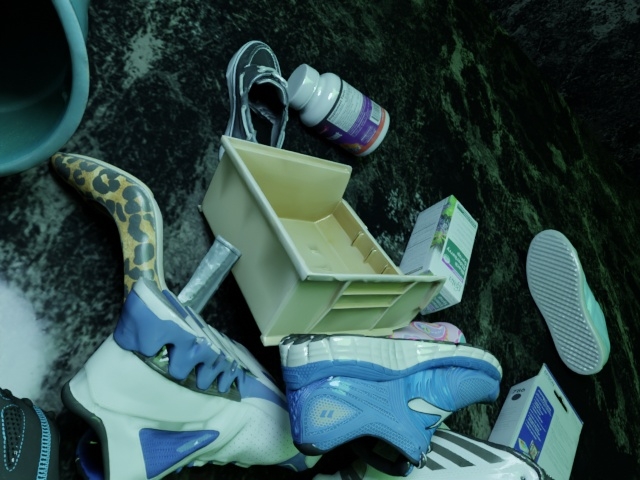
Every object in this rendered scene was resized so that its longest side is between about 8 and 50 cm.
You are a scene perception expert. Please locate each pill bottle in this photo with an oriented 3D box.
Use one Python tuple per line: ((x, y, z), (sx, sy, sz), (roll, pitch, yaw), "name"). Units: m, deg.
((0.028, -0.249, 0.925), (0.194, 0.108, 0.108), (25, 52, -30), "pill bottle")

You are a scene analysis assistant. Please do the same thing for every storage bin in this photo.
((0.000, 0.000, 0.674), (0.261, 0.123, 0.262), (5, 38, -40), "storage bin")

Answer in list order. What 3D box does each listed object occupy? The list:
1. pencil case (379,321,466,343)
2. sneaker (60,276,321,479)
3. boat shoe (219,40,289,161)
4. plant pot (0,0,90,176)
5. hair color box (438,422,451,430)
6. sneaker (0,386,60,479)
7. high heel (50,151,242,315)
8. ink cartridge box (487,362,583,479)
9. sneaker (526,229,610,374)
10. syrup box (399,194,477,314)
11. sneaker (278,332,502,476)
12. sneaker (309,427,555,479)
((0.107, 0.186, 0.737), (0.284, 0.124, 0.124), (7, 63, -40), "pencil case")
((-0.145, 0.189, 0.513), (0.182, 0.127, 0.315), (-45, 132, -9), "sneaker")
((-0.098, -0.238, 0.807), (0.108, 0.102, 0.301), (26, 52, -30), "boat shoe")
((-0.366, -0.294, 0.456), (0.341, 0.341, 0.333), (23, 45, -32), "plant pot")
((0.175, 0.360, 0.758), (0.072, 0.043, 0.141), (46, 43, -12), "hair color box")
((-0.312, 0.157, 0.402), (0.340, 0.125, 0.140), (63, 16, 9), "sneaker")
((-0.247, 0.021, 0.557), (0.261, 0.093, 0.186), (33, 76, 3), "high heel")
((0.410, 0.402, 0.936), (0.333, 0.065, 0.165), (-34, 91, -46), "ink cartridge box")
((0.639, 0.153, 1.253), (0.150, 0.135, 0.365), (3, 73, -50), "sneaker")
((0.234, 0.025, 0.965), (0.093, 0.096, 0.236), (45, 44, -15), "syrup box")
((0.092, 0.188, 0.572), (0.330, 0.130, 0.147), (11, 77, -34), "sneaker")
((0.169, 0.347, 0.453), (0.169, 0.258, 0.447), (65, -7, -30), "sneaker")
